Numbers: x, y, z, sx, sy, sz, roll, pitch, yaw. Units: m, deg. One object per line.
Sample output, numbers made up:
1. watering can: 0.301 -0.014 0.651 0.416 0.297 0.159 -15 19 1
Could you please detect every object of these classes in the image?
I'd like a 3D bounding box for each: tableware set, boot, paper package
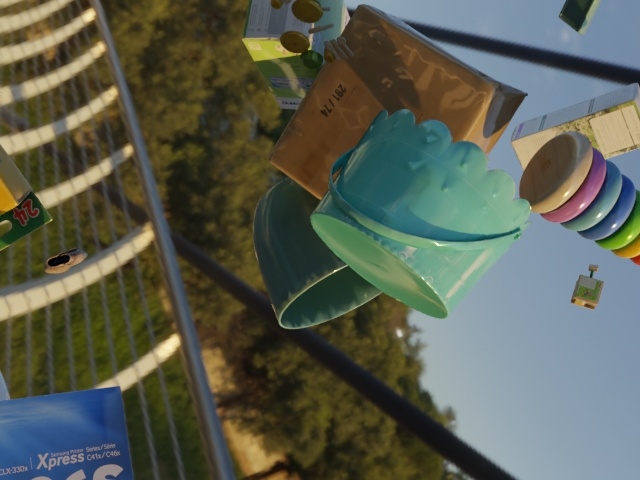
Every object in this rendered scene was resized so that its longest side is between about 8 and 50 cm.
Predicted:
1. tableware set: -0.022 -0.325 1.412 0.154 0.104 0.024 45 46 -41
2. boot: -0.545 0.044 1.917 0.042 0.118 0.087 68 14 1
3. paper package: 0.126 -0.193 1.573 0.309 0.325 0.168 37 17 22

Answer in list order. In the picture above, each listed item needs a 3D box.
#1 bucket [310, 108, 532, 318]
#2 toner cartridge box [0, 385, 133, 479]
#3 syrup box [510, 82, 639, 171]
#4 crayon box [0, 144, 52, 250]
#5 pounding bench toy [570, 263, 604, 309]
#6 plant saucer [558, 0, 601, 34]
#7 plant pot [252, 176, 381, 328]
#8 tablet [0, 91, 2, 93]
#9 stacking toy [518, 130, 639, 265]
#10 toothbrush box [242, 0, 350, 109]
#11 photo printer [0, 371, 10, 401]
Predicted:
1. bucket: 0.132 -0.033 1.291 0.281 0.183 0.281 35 -12 9
2. toner cartridge box: -0.404 0.280 1.097 0.075 0.348 0.165 -34 -116 55
3. syrup box: 0.480 -0.196 1.692 0.093 0.237 0.096 62 31 -18
4. crayon box: -0.540 -0.101 1.243 0.318 0.202 0.081 57 10 -18
5. pounding bench toy: 0.566 0.096 1.936 0.065 0.052 0.083 59 49 -72
6. plant saucer: 0.505 -0.480 1.726 0.067 0.018 0.192 49 -34 26
7. plant pot: 0.000 0.000 1.809 0.235 0.293 0.293 62 -4 19
8. tablet: -0.637 -0.275 1.693 0.054 0.083 0.006 14 -77 42
9. stacking toy: 0.478 -0.033 1.454 0.330 0.141 0.141 31 11 -19
10. toothbrush box: -0.036 -0.390 1.694 0.283 0.122 0.206 52 45 -69
11. photo printer: -0.762 0.316 1.823 0.307 0.107 0.256 25 27 -40
